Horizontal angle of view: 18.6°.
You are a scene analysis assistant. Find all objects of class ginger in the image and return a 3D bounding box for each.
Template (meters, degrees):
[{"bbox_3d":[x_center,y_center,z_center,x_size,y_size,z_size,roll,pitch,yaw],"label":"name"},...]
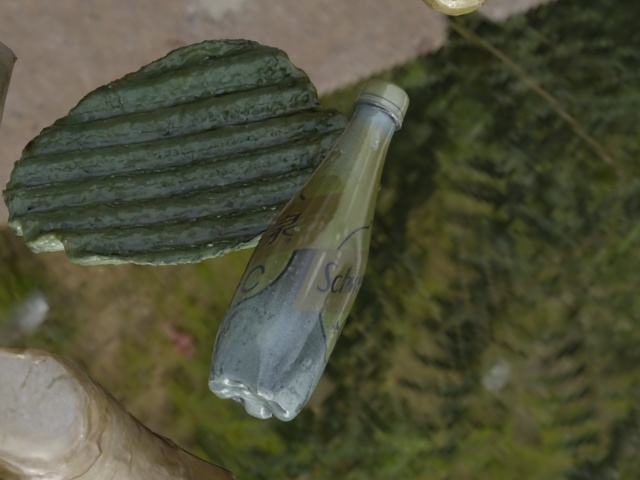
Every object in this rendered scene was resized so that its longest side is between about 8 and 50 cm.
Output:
[{"bbox_3d":[-0.098,0.103,0.865,0.095,0.069,0.190,-22,132,35],"label":"ginger"}]

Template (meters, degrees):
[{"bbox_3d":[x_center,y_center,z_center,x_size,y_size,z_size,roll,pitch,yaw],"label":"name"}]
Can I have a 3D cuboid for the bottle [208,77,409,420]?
[{"bbox_3d":[0.000,0.000,1.432,0.083,0.083,0.269,43,64,-44],"label":"bottle"}]

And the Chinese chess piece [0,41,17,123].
[{"bbox_3d":[-0.264,-0.010,1.212,0.102,0.273,0.273,13,114,-11],"label":"Chinese chess piece"}]

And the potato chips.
[{"bbox_3d":[-0.148,-0.089,2.165,0.429,0.358,0.070,-13,132,-18],"label":"potato chips"}]

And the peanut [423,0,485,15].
[{"bbox_3d":[0.152,-0.287,1.668,0.103,0.098,0.229,34,67,-12],"label":"peanut"}]
